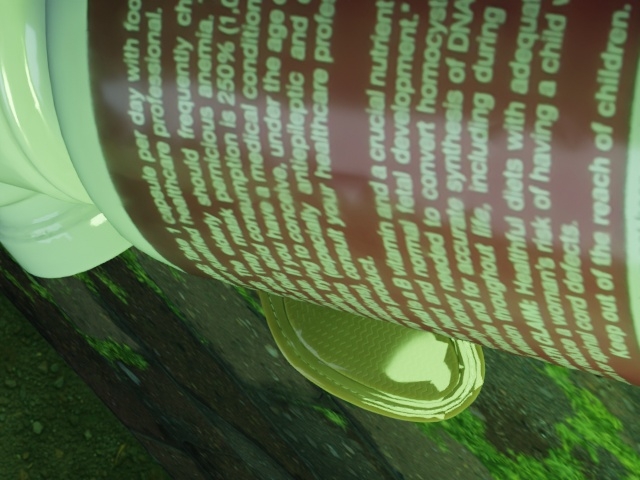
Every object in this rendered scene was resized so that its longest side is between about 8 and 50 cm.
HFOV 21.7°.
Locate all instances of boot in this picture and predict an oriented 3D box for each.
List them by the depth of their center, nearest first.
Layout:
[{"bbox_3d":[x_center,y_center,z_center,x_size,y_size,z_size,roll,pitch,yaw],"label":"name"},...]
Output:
[{"bbox_3d":[0.000,0.000,1.100,0.283,0.109,0.220,30,-166,9],"label":"boot"}]

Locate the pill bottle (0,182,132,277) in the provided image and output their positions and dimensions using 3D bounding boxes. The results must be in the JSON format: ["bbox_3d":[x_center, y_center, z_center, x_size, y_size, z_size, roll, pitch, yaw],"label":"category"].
[{"bbox_3d":[-0.257,-0.155,1.236,0.210,0.210,0.363,18,149,52],"label":"pill bottle"}]

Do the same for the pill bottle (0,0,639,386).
[{"bbox_3d":[0.044,-0.080,0.614,0.392,0.224,0.224,13,148,28],"label":"pill bottle"}]
